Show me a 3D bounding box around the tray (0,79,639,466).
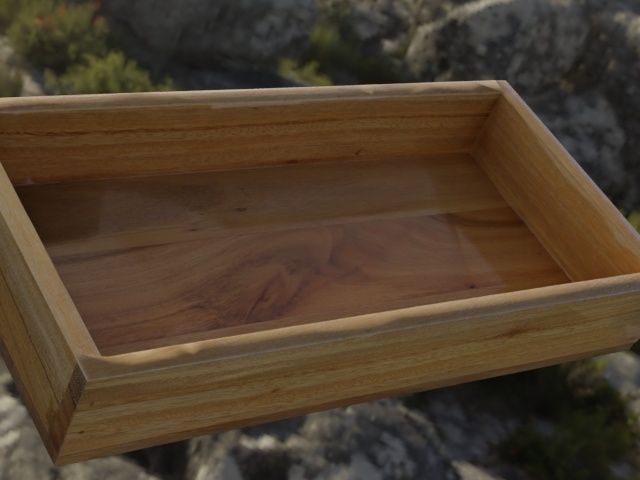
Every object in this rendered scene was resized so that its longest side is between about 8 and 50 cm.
[{"bbox_3d":[0.000,0.000,0.829,0.411,0.076,0.203,-7,48,-35],"label":"tray"}]
